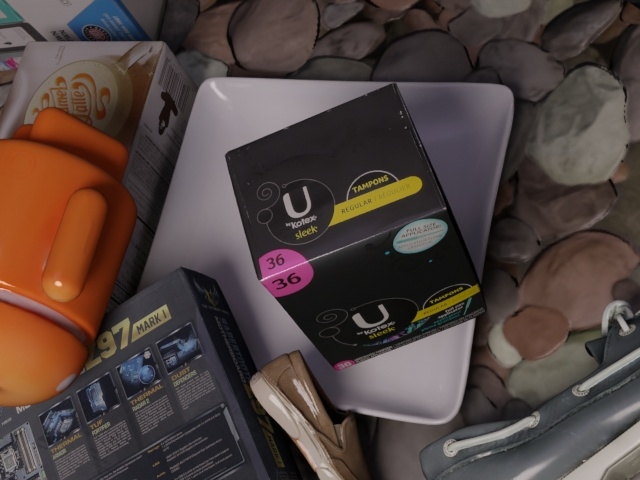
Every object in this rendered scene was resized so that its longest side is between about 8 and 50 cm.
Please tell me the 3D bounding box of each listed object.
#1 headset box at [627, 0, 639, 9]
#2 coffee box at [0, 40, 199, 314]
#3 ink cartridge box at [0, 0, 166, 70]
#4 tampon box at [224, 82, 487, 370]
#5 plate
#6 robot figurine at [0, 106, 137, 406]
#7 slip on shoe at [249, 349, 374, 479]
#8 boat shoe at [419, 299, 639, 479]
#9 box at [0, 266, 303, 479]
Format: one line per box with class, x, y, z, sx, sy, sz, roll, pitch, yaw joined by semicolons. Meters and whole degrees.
headset box;0.378;-0.231;0.770;0.293;0.110;0.218;-42;59;-4
coffee box;-0.203;-0.040;0.888;0.141;0.098;0.246;4;66;21
ink cartridge box;-0.302;-0.296;0.997;0.270;0.198;0.197;-3;64;20
tampon box;0.029;-0.003;0.698;0.120;0.161;0.101;-22;59;8
plate;0.000;0.000;0.827;0.278;0.045;0.277;4;66;22
robot figurine;-0.205;0.019;0.729;0.158;0.128;0.219;6;64;18
slip on shoe;0.009;0.135;0.723;0.041;0.051;0.135;-39;90;4
boat shoe;0.202;0.083;0.672;0.319;0.116;0.099;-40;62;3
box;-0.146;0.155;0.758;0.232;0.059;0.183;-32;67;13
